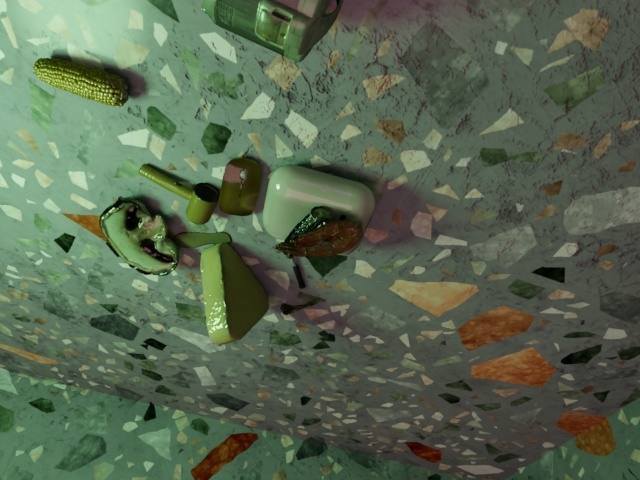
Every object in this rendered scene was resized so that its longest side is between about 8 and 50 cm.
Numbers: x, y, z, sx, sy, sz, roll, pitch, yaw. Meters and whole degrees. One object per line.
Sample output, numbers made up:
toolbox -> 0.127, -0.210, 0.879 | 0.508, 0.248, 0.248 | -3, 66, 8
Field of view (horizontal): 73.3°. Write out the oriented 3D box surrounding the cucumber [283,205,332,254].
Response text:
cucumber -> -0.059, -0.021, 1.353 | 0.067, 0.067, 0.245 | 32, 130, -18

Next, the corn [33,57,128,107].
corn -> -0.684, -0.458, 1.238 | 0.260, 0.091, 0.091 | 15, 98, -3

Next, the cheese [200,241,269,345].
cheese -> -0.322, 0.226, 1.702 | 0.104, 0.384, 0.384 | -19, 127, 16

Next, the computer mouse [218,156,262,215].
computer mouse -> -0.271, -0.169, 1.445 | 0.126, 0.056, 0.245 | 9, 133, -16

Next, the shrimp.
shrimp -> -0.001, -0.001, 1.301 | 0.294, 0.062, 0.154 | -12, 143, -27

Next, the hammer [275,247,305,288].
hammer -> -0.093, 0.108, 1.701 | 0.103, 0.029, 0.246 | -5, 133, 15

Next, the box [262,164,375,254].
box -> -0.011, -0.094, 1.416 | 0.349, 0.141, 0.288 | 15, 132, -4

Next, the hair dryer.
hair dryer -> -0.494, -0.170, 1.486 | 0.279, 0.090, 0.135 | 29, 133, -8

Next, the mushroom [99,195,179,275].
mushroom -> -0.669, -0.024, 1.624 | 0.247, 0.130, 0.344 | -28, 125, 12

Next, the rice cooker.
rice cooker -> -0.086, -0.548, 0.912 | 0.277, 0.288, 0.288 | 23, 132, -8

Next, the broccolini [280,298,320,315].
broccolini -> -0.084, 0.282, 1.862 | 0.194, 0.054, 0.052 | -20, 157, 18

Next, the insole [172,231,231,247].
insole -> -0.466, -0.005, 1.677 | 0.253, 0.005, 0.086 | -5, 132, 14
